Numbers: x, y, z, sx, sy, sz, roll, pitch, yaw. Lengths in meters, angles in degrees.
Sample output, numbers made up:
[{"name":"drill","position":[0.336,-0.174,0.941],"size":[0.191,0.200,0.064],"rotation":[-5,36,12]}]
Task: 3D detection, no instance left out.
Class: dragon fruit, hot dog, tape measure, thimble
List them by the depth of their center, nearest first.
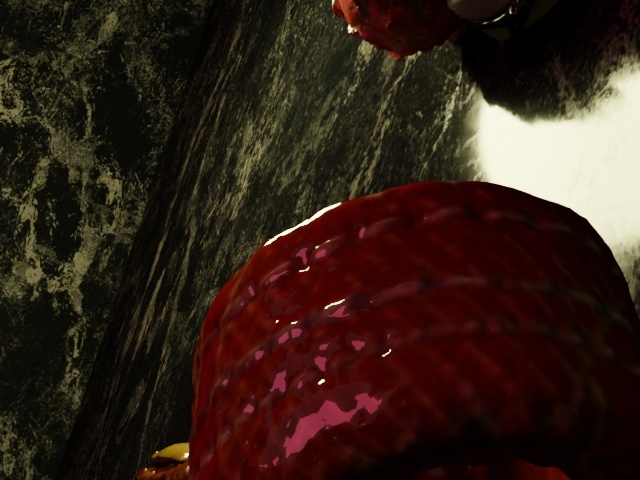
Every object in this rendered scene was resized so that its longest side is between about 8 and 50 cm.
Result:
[{"name":"thimble","position":[0.078,0.137,0.748],"size":[0.350,0.350,0.230],"rotation":[-52,28,37]},{"name":"tape measure","position":[0.233,-0.323,1.224],"size":[0.207,0.115,0.235],"rotation":[-66,13,-16]},{"name":"dragon fruit","position":[0.108,-0.347,1.384],"size":[0.205,0.210,0.268],"rotation":[-60,-12,23]},{"name":"hot dog","position":[-0.218,0.379,1.632],"size":[0.326,0.107,0.194],"rotation":[-46,27,47]}]

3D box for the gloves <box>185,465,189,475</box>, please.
[{"name":"gloves","position":[-0.078,0.311,1.307],"size":[0.241,0.126,0.145],"rotation":[-43,56,45]}]
